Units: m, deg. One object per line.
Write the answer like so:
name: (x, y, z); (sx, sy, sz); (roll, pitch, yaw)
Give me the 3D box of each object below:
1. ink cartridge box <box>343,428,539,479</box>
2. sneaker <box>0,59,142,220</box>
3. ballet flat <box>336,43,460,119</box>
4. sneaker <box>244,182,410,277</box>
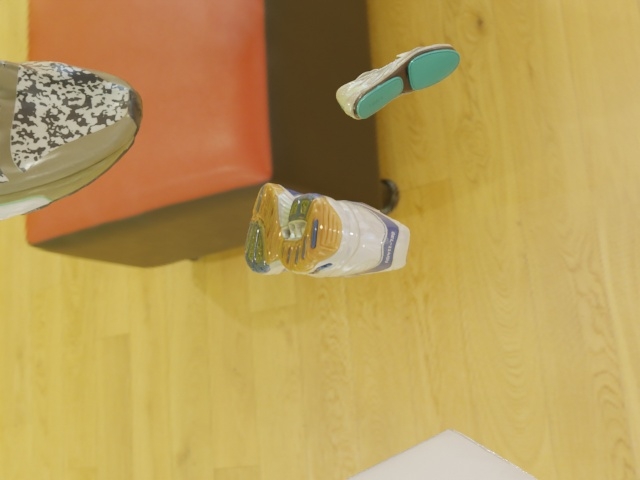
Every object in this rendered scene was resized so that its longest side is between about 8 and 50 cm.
ink cartridge box: (0.044, 0.291, 0.579); (0.117, 0.201, 0.278); (28, 119, 41)
sneaker: (-0.337, -0.125, 0.647); (0.182, 0.410, 0.158); (112, 156, -52)
ballet flat: (0.093, -0.205, 1.077); (0.168, 0.057, 0.052); (-28, 47, -19)
sneaker: (0.000, 0.000, 1.041); (0.296, 0.131, 0.112); (-158, 79, -68)
